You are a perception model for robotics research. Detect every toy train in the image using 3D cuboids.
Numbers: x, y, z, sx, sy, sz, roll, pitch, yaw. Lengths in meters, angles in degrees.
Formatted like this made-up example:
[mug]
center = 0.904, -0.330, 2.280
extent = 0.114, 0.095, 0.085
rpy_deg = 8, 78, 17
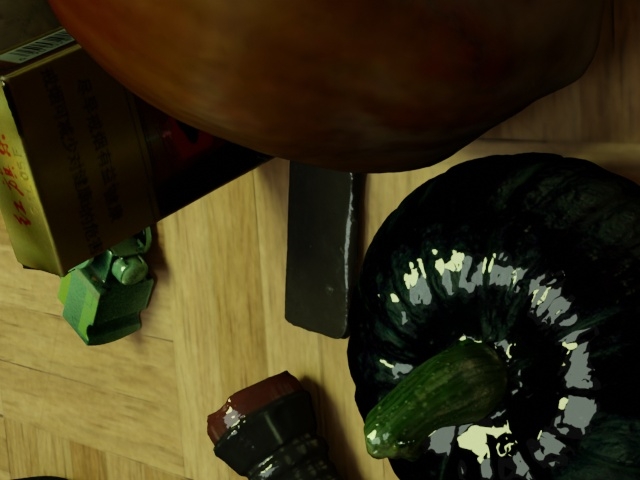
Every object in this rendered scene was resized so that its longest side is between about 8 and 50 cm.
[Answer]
[toy train]
center = -0.237, -0.008, 1.274
extent = 0.200, 0.083, 0.132
rpy_deg = 47, 133, 30

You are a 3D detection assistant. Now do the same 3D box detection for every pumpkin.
[pumpkin]
center = 0.113, 0.075, 0.794
extent = 0.248, 0.248, 0.248
rpy_deg = 14, 110, 45

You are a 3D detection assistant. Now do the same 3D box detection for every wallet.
[wallet]
center = 0.000, 0.000, 1.063
extent = 0.082, 0.018, 0.157
rpy_deg = 16, 111, 45

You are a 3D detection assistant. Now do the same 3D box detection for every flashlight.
[flashlight]
center = 0.000, 0.220, 1.077
extent = 0.232, 0.093, 0.093
rpy_deg = 57, 134, 13

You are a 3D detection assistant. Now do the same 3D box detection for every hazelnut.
[hazelnut]
center = -0.004, -0.210, 0.811
extent = 0.366, 0.366, 0.366
rpy_deg = 14, 110, 45

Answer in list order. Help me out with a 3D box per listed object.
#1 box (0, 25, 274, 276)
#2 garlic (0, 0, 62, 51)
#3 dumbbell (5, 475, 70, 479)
[box]
center = -0.135, -0.093, 1.000
extent = 0.071, 0.240, 0.159
rpy_deg = 11, 123, 44
[garlic]
center = -0.343, -0.184, 1.170
extent = 0.259, 0.317, 0.317
rpy_deg = 20, 122, -3
[dumbbell]
center = -0.308, 0.367, 1.390
extent = 0.152, 0.152, 0.218
rpy_deg = 0, 100, 47
